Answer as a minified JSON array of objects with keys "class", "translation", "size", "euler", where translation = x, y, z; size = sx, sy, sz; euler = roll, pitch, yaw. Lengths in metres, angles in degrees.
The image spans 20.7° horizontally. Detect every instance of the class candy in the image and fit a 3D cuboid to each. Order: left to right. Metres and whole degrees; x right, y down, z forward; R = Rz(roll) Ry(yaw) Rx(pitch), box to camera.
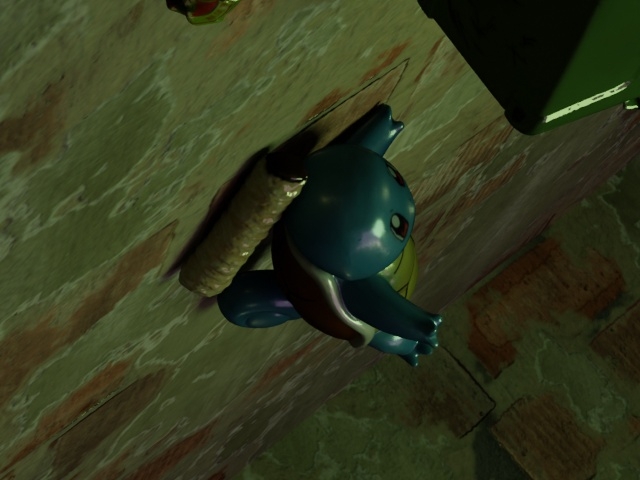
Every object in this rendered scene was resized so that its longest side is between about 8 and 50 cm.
[{"class":"candy","translation":[-0.058,-0.206,1.325],"size":[0.194,0.062,0.058],"euler":[-39,127,-61]}]

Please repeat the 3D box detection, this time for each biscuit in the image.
[{"class":"biscuit","translation":[-0.084,-0.018,1.885],"size":[0.061,0.055,0.219],"euler":[14,135,-24]}]

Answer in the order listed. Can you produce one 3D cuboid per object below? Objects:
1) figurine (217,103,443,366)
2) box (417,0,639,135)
[{"class":"figurine","translation":[0.036,0.007,2.044],"size":[0.243,0.298,0.416],"euler":[6,158,-16]},{"class":"box","translation":[0.223,-0.257,1.537],"size":[0.177,0.253,0.329],"euler":[-28,158,-23]}]
